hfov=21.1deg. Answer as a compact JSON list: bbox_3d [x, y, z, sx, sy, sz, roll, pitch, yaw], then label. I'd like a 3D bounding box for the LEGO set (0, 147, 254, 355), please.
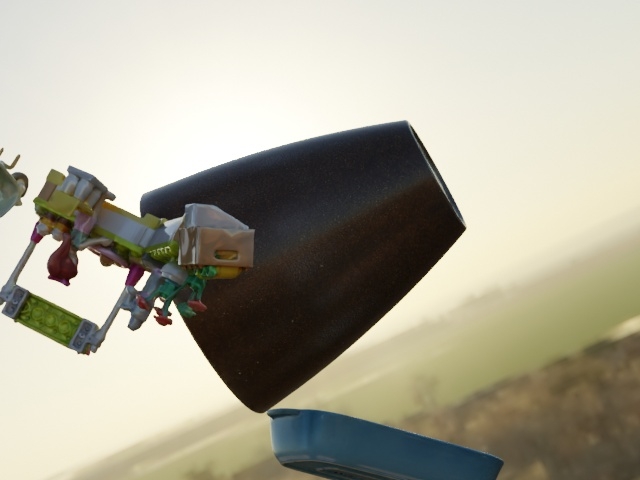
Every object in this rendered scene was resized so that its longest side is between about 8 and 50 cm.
[{"bbox_3d":[-0.143,0.021,1.148,0.287,0.107,0.132,19,-15,40],"label":"LEGO set"}]

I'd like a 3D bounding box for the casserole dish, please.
[{"bbox_3d":[0.045,0.163,1.266,0.188,0.037,0.114,18,-17,-21],"label":"casserole dish"}]

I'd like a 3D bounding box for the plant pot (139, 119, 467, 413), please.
[{"bbox_3d":[0.000,0.000,1.461,0.230,0.215,0.215,-28,-3,8],"label":"plant pot"}]
